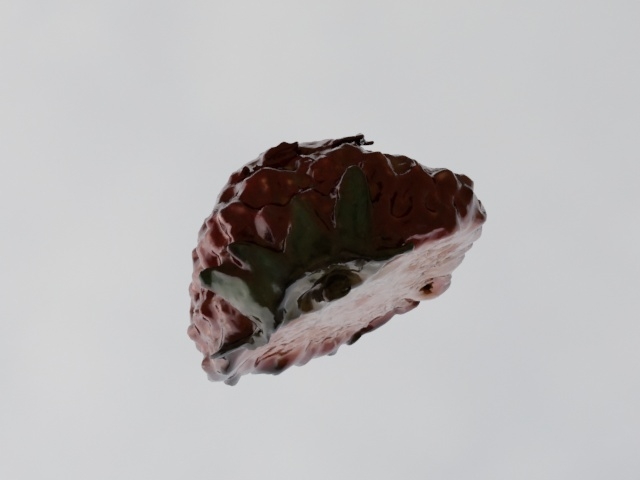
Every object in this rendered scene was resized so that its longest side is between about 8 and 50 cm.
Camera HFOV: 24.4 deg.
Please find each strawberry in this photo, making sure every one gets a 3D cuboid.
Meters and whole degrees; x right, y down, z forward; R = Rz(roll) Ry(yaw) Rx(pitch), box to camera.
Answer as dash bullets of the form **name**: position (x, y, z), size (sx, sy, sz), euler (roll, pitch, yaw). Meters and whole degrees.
- **strawberry**: position (0.000, 0.000, 0.894), size (0.190, 0.236, 0.111), euler (-32, -103, 4)
